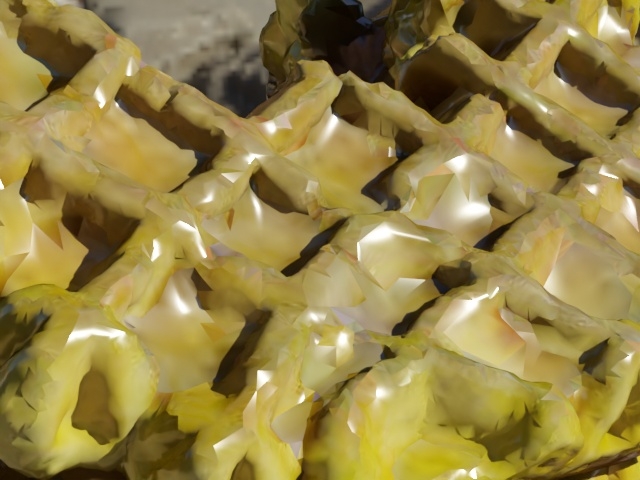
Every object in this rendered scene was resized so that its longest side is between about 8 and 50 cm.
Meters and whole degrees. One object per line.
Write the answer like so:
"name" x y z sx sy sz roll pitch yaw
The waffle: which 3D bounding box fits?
"waffle" 0.000 0.000 0.548 0.324 0.151 0.261 -22 66 -37
